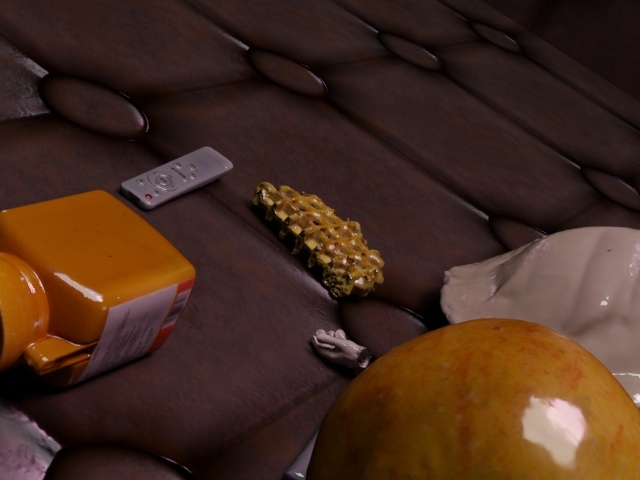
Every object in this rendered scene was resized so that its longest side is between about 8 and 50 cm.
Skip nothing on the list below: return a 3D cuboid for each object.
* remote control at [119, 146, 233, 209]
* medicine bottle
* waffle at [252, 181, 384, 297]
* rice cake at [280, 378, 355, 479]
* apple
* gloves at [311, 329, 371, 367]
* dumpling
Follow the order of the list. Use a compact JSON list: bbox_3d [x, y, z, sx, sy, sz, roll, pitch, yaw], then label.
[{"bbox_3d":[-0.175,-0.074,1.412,0.050,0.027,0.184,35,31,15],"label":"remote control"},{"bbox_3d":[-0.237,0.046,1.029,0.149,0.112,0.222,39,28,19],"label":"medicine bottle"},{"bbox_3d":[0.000,0.000,1.423,0.161,0.046,0.192,20,27,-22],"label":"waffle"},{"bbox_3d":[0.030,0.199,1.098,0.080,0.042,0.222,34,27,8],"label":"rice cake"},{"bbox_3d":[0.133,0.210,0.909,0.299,0.299,0.275,31,14,5],"label":"apple"},{"bbox_3d":[0.024,0.117,1.240,0.081,0.037,0.044,30,-15,38],"label":"gloves"},{"bbox_3d":[0.310,0.103,1.353,0.395,0.233,0.316,26,25,28],"label":"dumpling"}]
